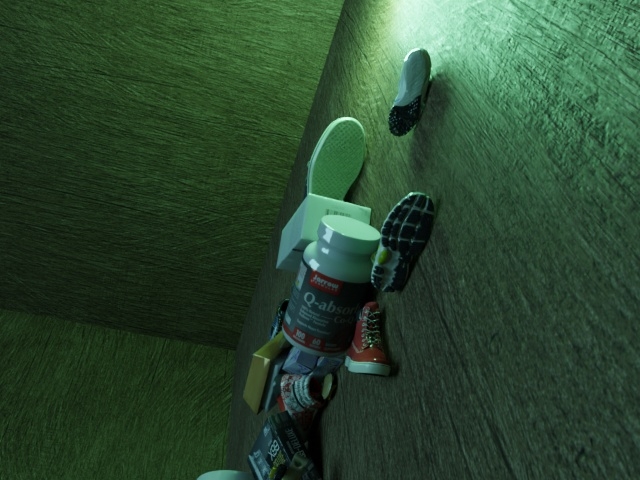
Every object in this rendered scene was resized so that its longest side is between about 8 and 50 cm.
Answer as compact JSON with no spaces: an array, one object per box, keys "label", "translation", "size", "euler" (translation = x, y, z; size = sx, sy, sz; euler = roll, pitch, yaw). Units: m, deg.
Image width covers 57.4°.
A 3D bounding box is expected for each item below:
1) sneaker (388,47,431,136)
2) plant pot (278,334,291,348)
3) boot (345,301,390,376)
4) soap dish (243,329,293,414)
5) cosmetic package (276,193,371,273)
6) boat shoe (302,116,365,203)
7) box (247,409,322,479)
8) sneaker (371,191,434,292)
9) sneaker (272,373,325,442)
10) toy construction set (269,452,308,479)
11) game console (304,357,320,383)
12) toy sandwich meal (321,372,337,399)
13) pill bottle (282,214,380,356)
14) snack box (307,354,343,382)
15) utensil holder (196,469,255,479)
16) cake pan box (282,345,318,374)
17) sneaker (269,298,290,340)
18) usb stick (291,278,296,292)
[{"label":"sneaker","translation":[0.244,-0.394,1.568],"size":[0.086,0.085,0.237],"euler":[-43,-30,-62]},{"label":"plant pot","translation":[-0.078,0.281,2.045],"size":[0.236,0.032,0.236],"euler":[-59,3,5]},{"label":"boot","translation":[0.123,0.238,1.433],"size":[0.244,0.088,0.176],"euler":[158,125,-80]},{"label":"soap dish","translation":[-0.162,0.466,2.140],"size":[0.291,0.118,0.229],"euler":[-29,-43,-64]},{"label":"cosmetic package","translation":[0.000,0.000,1.930],"size":[0.385,0.217,0.156],"euler":[128,152,-67]},{"label":"boat shoe","translation":[0.029,-0.216,2.099],"size":[0.156,0.186,0.501],"euler":[-106,25,-55]},{"label":"box","translation":[-0.121,0.715,1.825],"size":[0.242,0.076,0.308],"euler":[58,142,31]},{"label":"sneaker","translation":[0.182,-0.006,1.382],"size":[0.110,0.106,0.275],"euler":[-78,8,-55]},{"label":"sneaker","translation":[-0.045,0.540,1.857],"size":[0.090,0.144,0.270],"euler":[-52,-51,-57]},{"label":"toy construction set","translation":[-0.036,0.705,1.500],"size":[0.237,0.257,0.309],"euler":[-59,-37,-70]},{"label":"game console","translation":[-0.053,0.471,1.986],"size":[0.124,0.085,0.144],"euler":[120,159,-54]},{"label":"toy sandwich meal","translation":[0.027,0.448,1.784],"size":[0.085,0.029,0.086],"euler":[-162,90,-77]},{"label":"pill bottle","translation":[0.033,0.126,1.650],"size":[0.210,0.210,0.363],"euler":[-107,31,-67]},{"label":"snack box","translation":[0.014,0.395,1.807],"size":[0.178,0.064,0.022],"euler":[118,163,-50]},{"label":"utensil holder","translation":[-0.342,1.082,2.121],"size":[0.328,0.327,0.386],"euler":[115,164,-44]},{"label":"cake pan box","translation":[-0.029,0.315,1.921],"size":[0.267,0.070,0.246],"euler":[128,166,-69]},{"label":"sneaker","translation":[-0.179,0.377,2.668],"size":[0.090,0.081,0.233],"euler":[116,165,-71]},{"label":"usb stick","translation":[-0.075,0.169,2.492],"size":[0.278,0.045,0.077],"euler":[129,150,-65]}]
